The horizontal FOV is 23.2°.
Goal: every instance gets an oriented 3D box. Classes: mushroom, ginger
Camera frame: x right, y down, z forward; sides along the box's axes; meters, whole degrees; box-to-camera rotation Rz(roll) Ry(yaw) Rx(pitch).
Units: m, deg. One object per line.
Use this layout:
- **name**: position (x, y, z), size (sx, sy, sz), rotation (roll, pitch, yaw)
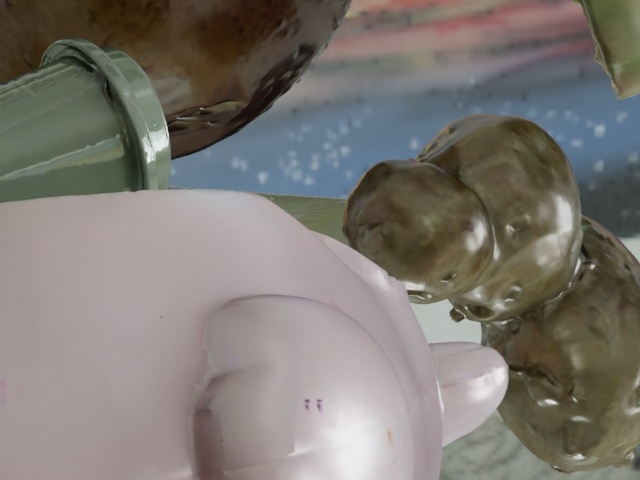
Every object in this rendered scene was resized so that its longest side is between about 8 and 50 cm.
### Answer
- **mushroom**: position (-0.125, -0.235, 1.216), size (0.331, 0.334, 0.356), rotation (-16, -125, 36)
- **ginger**: position (0.140, 0.020, 1.159), size (0.155, 0.304, 0.244), rotation (-30, -149, 34)

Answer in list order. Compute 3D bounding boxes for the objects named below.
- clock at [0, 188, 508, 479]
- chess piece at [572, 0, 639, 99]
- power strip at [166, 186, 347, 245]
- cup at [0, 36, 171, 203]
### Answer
- **clock**: position (-0.103, 0.121, 0.711), size (0.368, 0.250, 0.377), rotation (-13, 175, 34)
- **chess piece**: position (0.401, -0.290, 1.218), size (0.442, 0.234, 0.234), rotation (-20, -149, 11)
- **power strip**: position (0.000, 0.000, 1.531), size (0.367, 0.043, 0.106), rotation (4, -144, 14)
- **cup**: position (-0.166, -0.045, 0.875), size (0.141, 0.120, 0.120), rotation (-21, -144, -34)
